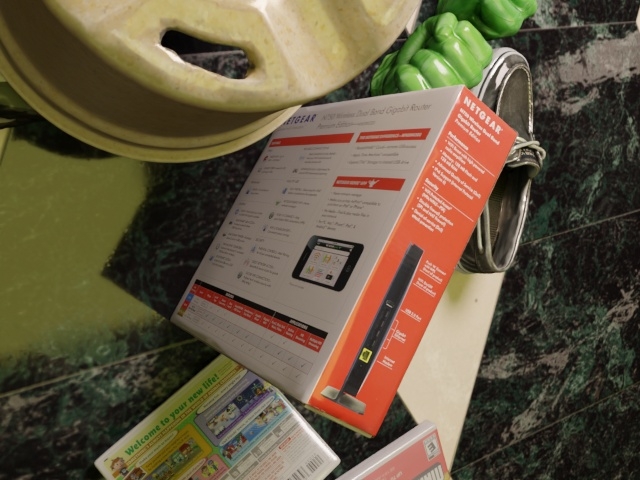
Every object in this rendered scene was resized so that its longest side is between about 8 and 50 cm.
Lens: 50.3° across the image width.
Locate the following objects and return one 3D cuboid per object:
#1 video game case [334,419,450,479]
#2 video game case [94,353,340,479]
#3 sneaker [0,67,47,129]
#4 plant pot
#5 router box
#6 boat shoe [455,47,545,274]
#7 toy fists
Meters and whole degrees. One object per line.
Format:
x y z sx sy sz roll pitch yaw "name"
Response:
0.124 0.440 1.024 0.204 0.025 0.285 -25 109 -26 "video game case"
-0.117 0.258 0.795 0.212 0.023 0.193 -40 79 -21 "video game case"
-0.419 -0.206 0.559 0.410 0.158 0.182 6 83 -38 "sneaker"
-0.083 -0.205 0.461 0.333 0.305 0.334 -4 103 -19 "plant pot"
0.000 0.000 0.708 0.082 0.335 0.301 33 79 -29 "router box"
0.267 -0.111 0.982 0.121 0.119 0.335 6 94 -31 "boat shoe"
0.182 -0.272 0.896 0.279 0.142 0.096 -50 118 -17 "toy fists"
